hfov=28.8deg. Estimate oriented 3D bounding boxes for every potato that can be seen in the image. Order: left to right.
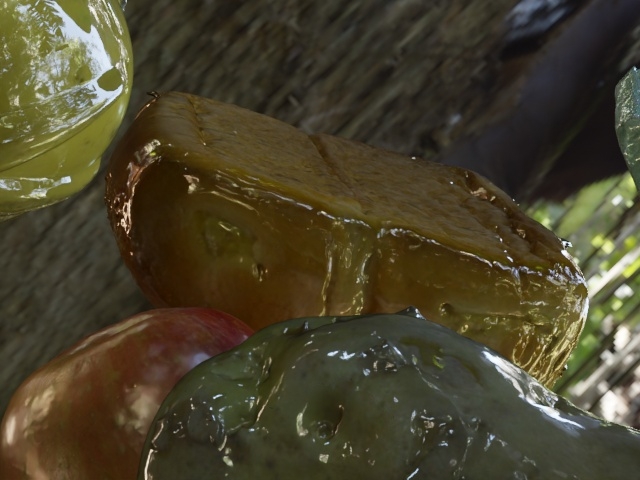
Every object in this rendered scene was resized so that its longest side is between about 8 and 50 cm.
[{"bbox_3d":[0.054,0.126,0.465,0.262,0.165,0.165,25,-16,15],"label":"potato"}]

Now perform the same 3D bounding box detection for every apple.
[{"bbox_3d":[-0.088,0.134,0.697,0.199,0.199,0.199,46,-10,10],"label":"apple"}]

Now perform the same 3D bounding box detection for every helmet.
[{"bbox_3d":[-0.195,-0.076,0.636,0.140,0.257,0.205,54,-45,33],"label":"helmet"}]

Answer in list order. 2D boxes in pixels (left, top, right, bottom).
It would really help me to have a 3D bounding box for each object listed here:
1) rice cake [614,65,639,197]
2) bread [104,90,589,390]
[{"bbox_3d":[0.327,-0.052,1.193,0.226,0.040,0.085,60,29,-31],"label":"rice cake"},{"bbox_3d":[-0.002,0.008,0.915,0.327,0.148,0.337,14,12,-14],"label":"bread"}]
